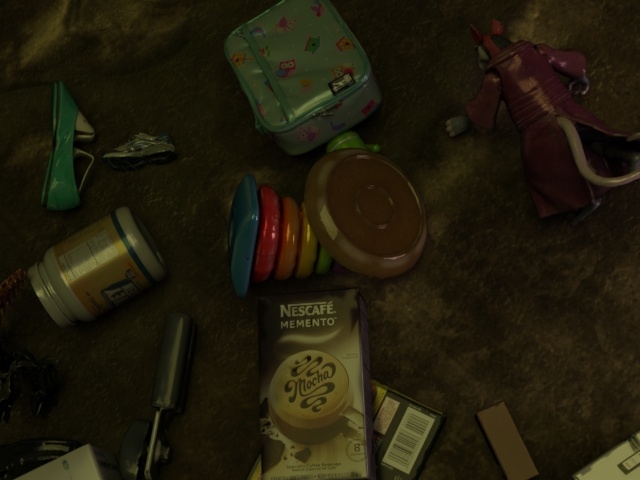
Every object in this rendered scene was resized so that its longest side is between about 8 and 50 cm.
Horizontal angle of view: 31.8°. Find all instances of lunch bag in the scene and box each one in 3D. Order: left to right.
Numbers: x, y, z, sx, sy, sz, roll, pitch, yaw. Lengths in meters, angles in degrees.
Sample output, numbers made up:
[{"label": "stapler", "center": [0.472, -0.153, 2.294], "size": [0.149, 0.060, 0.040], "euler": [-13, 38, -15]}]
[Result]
[{"label": "lunch bag", "center": [-0.036, -0.291, 1.955], "size": [0.224, 0.108, 0.279], "euler": [-28, 55, 1]}]

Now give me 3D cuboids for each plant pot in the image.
[{"label": "plant pot", "center": [0.084, -0.052, 1.849], "size": [0.236, 0.032, 0.236], "euler": [13, 62, -26]}]

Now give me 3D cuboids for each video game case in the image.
[{"label": "video game case", "center": [0.034, 0.351, 1.810], "size": [0.248, 0.035, 0.275], "euler": [24, 78, 15]}]

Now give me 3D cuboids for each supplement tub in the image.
[{"label": "supplement tub", "center": [-0.377, 0.048, 1.908], "size": [0.200, 0.144, 0.144], "euler": [-31, 71, -1]}]

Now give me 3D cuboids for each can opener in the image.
[{"label": "can opener", "center": [-0.274, 0.258, 1.864], "size": [0.095, 0.076, 0.283], "euler": [5, 72, 9]}]

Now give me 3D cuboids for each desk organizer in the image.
[{"label": "desk organizer", "center": [0.293, 0.323, 1.773], "size": [0.050, 0.047, 0.130], "euler": [-23, 71, -2]}]

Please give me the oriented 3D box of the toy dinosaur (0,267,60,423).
[{"label": "toy dinosaur", "center": [-0.561, 0.204, 1.861], "size": [0.218, 0.164, 0.322], "euler": [31, 124, 20]}]

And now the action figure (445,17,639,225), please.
[{"label": "action figure", "center": [0.350, -0.206, 1.826], "size": [0.248, 0.276, 0.370], "euler": [-35, 85, 3]}]

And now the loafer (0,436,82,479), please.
[{"label": "loafer", "center": [-0.498, 0.373, 1.862], "size": [0.223, 0.076, 0.078], "euler": [-11, 70, 11]}]

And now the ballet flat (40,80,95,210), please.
[{"label": "ballet flat", "center": [-0.451, -0.167, 2.031], "size": [0.087, 0.083, 0.247], "euler": [6, 72, -15]}]

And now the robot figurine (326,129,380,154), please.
[{"label": "robot figurine", "center": [0.053, -0.141, 1.943], "size": [0.101, 0.067, 0.115], "euler": [-20, 68, -27]}]

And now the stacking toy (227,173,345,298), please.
[{"label": "stacking toy", "center": [0.000, 0.000, 1.874], "size": [0.302, 0.175, 0.165], "euler": [5, 29, -9]}]

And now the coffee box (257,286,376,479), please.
[{"label": "coffee box", "center": [-0.007, 0.234, 1.769], "size": [0.168, 0.119, 0.297], "euler": [-5, 73, 8]}]

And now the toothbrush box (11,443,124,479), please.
[{"label": "toothbrush box", "center": [-0.392, 0.503, 1.777], "size": [0.216, 0.126, 0.295], "euler": [-27, 71, 1]}]

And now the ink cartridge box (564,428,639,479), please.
[{"label": "ink cartridge box", "center": [0.478, 0.336, 1.687], "size": [0.203, 0.148, 0.086], "euler": [-34, 73, -2]}]

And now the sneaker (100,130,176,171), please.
[{"label": "sneaker", "center": [-0.327, -0.164, 2.023], "size": [0.135, 0.052, 0.058], "euler": [-8, 62, -2]}]
